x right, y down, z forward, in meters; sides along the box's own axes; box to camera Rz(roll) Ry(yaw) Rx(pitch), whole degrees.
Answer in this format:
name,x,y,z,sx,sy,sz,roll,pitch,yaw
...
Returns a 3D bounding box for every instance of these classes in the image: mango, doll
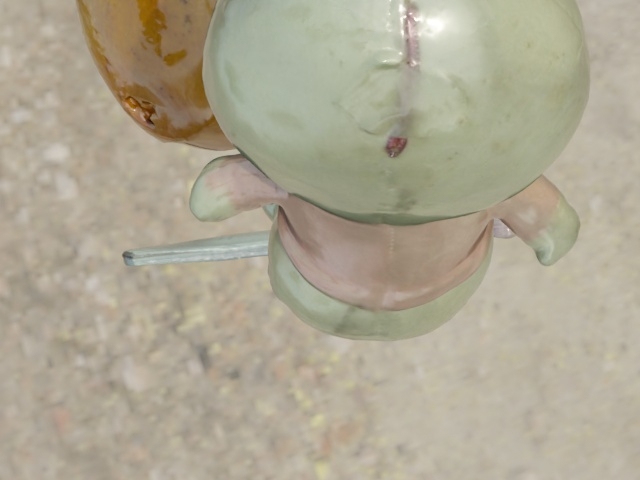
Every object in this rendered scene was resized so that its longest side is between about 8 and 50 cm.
name,x,y,z,sx,sy,sz,roll,pitch,yaw
mango,-0.048,-0.161,0.999,0.151,0.156,0.249,40,134,45
doll,0.030,-0.041,0.702,0.275,0.154,0.113,99,177,-67

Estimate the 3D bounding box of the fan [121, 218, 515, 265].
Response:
name,x,y,z,sx,sy,sz,roll,pitch,yaw
fan,0.000,0.000,1.318,0.282,0.057,0.023,-6,91,9
